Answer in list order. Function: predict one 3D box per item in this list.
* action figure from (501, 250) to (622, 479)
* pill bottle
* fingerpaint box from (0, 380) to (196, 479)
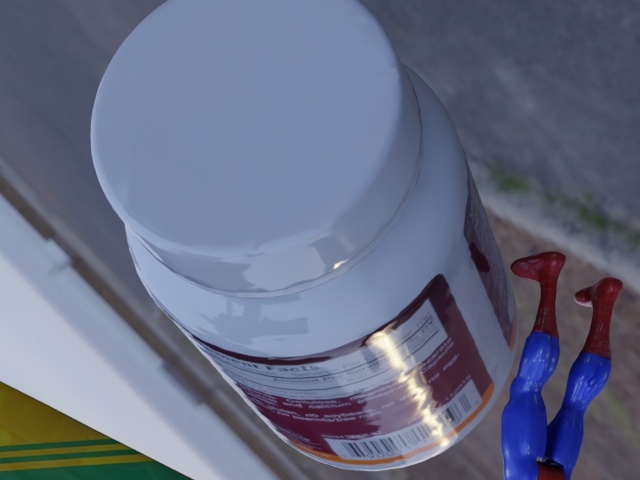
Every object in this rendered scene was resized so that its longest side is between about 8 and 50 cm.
[{"bbox_3d":[0.128,0.162,1.143,0.091,0.280,0.139,23,152,-23],"label":"action figure"},{"bbox_3d":[0.000,0.000,1.129,0.224,0.224,0.392,41,172,26],"label":"pill bottle"},{"bbox_3d":[-0.166,0.303,1.593,0.371,0.163,0.445,26,168,10],"label":"fingerpaint box"}]
